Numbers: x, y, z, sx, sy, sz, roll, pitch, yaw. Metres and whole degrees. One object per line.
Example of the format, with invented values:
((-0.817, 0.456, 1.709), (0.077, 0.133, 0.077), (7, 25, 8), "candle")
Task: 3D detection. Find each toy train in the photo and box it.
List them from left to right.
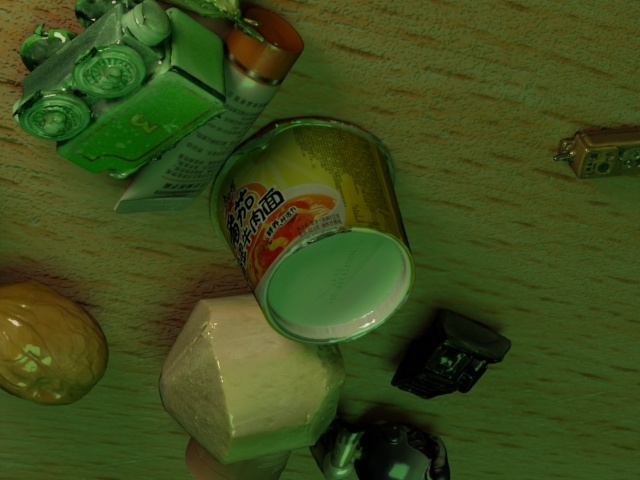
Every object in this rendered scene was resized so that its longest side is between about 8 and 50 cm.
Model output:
((-0.237, -0.183, 1.637), (0.243, 0.132, 0.188), (-30, 137, 30), "toy train")

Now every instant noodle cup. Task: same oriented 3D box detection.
((0.000, 0.000, 1.844), (0.264, 0.200, 0.264), (-10, 133, -11), "instant noodle cup")

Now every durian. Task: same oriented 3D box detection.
((-0.160, -0.291, 1.603), (0.215, 0.100, 0.086), (20, 125, -20), "durian")

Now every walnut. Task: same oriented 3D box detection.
((-0.376, 0.139, 1.877), (0.159, 0.159, 0.206), (-41, 129, 18), "walnut")

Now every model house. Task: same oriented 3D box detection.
((0.197, 0.193, 2.139), (0.165, 0.106, 0.152), (24, 117, -28), "model house")

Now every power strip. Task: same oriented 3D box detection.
((0.474, -0.127, 1.993), (0.305, 0.044, 0.064), (-5, 132, -14), "power strip")

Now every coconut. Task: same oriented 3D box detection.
((-0.104, 0.188, 1.954), (0.244, 0.239, 0.239), (-9, 132, -18), "coconut")

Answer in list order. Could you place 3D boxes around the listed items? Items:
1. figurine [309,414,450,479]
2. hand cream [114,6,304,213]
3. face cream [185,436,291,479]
((0.106, 0.350, 2.223), (0.222, 0.145, 0.145), (12, 125, -21), "figurine")
((-0.132, -0.143, 1.753), (0.139, 0.089, 0.314), (-2, 136, -53), "hand cream")
((-0.117, 0.301, 2.101), (0.149, 0.149, 0.104), (7, 126, -23), "face cream")
